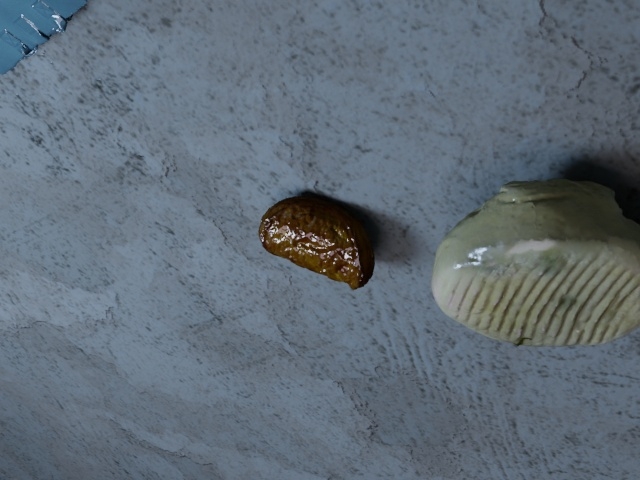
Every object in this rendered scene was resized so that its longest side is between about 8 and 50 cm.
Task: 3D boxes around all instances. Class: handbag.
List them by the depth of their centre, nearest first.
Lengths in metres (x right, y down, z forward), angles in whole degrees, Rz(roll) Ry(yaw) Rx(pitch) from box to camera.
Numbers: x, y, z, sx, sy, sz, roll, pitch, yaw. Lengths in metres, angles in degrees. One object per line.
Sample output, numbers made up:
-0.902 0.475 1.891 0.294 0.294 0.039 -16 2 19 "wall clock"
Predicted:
-0.345 -0.263 1.039 0.221 0.057 0.144 -19 129 45 "handbag"

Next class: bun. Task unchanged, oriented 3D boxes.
0.229 0.017 0.975 0.237 0.116 0.210 0 144 7 "bun"

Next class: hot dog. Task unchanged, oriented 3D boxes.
-0.001 0.002 1.145 0.147 0.065 0.099 22 145 17 "hot dog"
